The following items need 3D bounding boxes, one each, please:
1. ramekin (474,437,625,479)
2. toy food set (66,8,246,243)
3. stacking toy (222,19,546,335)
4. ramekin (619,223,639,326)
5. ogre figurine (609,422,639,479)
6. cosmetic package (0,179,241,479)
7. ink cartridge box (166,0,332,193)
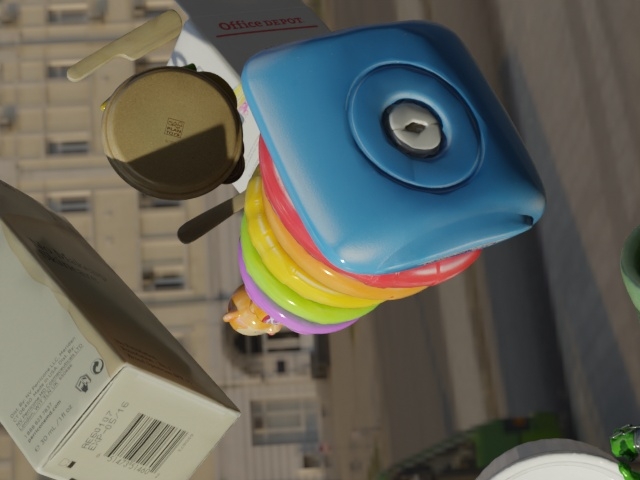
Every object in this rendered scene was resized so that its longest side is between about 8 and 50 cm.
[{"bbox_3d":[0.298,0.381,1.685,0.135,0.277,0.277,-58,-34,-82],"label":"ramekin"},{"bbox_3d":[-0.125,-0.093,1.180,0.192,0.132,0.038,56,161,6],"label":"toy food set"},{"bbox_3d":[0.000,0.000,0.933,0.165,0.175,0.302,64,146,17],"label":"stacking toy"},{"bbox_3d":[0.400,0.067,1.085,0.303,0.303,0.148,-101,0,-68],"label":"ramekin"},{"bbox_3d":[0.404,0.271,1.473,0.097,0.118,0.197,46,-163,-34],"label":"ogre figurine"},{"bbox_3d":[-0.223,0.075,1.136,0.309,0.113,0.160,43,-174,37],"label":"cosmetic package"},{"bbox_3d":[-0.050,-0.170,1.646,0.353,0.207,0.119,52,133,26],"label":"ink cartridge box"}]
